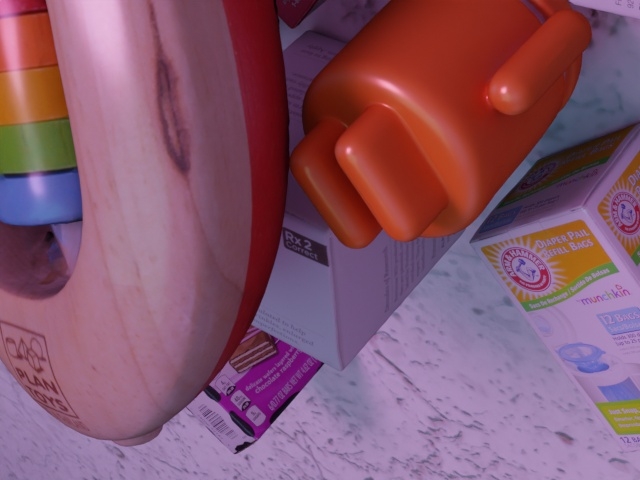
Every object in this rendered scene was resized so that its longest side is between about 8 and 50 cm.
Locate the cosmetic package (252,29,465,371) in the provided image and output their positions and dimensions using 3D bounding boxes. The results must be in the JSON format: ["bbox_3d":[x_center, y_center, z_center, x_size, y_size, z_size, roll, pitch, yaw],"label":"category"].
[{"bbox_3d":[0.003,-0.035,0.854,0.151,0.183,0.151,25,143,28],"label":"cosmetic package"}]

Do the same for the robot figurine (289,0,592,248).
[{"bbox_3d":[0.074,-0.090,0.680,0.128,0.219,0.158,34,148,13],"label":"robot figurine"}]

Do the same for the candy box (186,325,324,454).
[{"bbox_3d":[-0.108,0.072,1.123,0.233,0.159,0.071,44,146,-1],"label":"candy box"}]

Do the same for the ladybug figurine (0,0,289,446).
[{"bbox_3d":[-0.133,-0.095,0.678,0.305,0.162,0.449,11,112,45],"label":"ladybug figurine"}]

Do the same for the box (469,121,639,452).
[{"bbox_3d":[0.218,0.035,0.774,0.203,0.103,0.114,52,146,-13],"label":"box"}]

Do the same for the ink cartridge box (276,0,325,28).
[{"bbox_3d":[-0.042,-0.280,0.700,0.237,0.100,0.172,45,147,-2],"label":"ink cartridge box"}]

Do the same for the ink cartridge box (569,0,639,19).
[{"bbox_3d":[0.235,-0.154,0.490,0.212,0.154,0.093,21,141,32],"label":"ink cartridge box"}]
